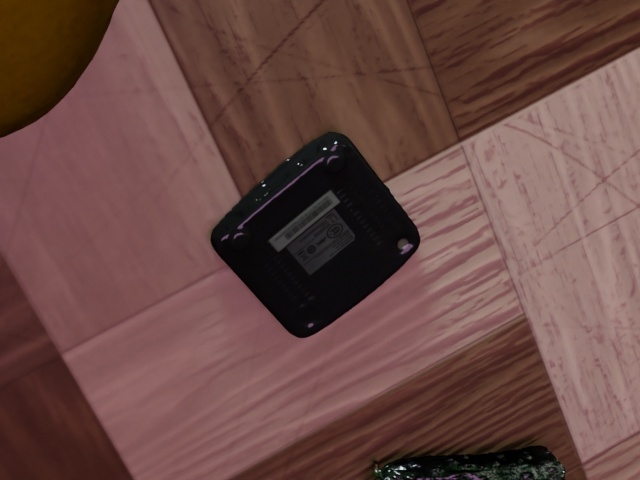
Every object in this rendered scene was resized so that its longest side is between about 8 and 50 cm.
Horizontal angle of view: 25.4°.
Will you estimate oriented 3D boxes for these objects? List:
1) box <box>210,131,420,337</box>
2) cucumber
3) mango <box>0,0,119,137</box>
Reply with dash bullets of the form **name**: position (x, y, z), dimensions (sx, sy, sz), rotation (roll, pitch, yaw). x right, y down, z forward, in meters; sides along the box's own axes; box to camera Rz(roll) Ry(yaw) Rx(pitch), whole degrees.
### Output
- **box**: position (0.000, 0.000, 1.041), dimensions (0.126, 0.027, 0.125), rotation (-40, 120, 0)
- **cucumber**: position (0.125, 0.198, 1.163), dimensions (0.181, 0.053, 0.053), rotation (-1, 112, -17)
- **mango**: position (-0.245, -0.241, 0.740), dimensions (0.301, 0.220, 0.445), rotation (-24, 121, -12)
